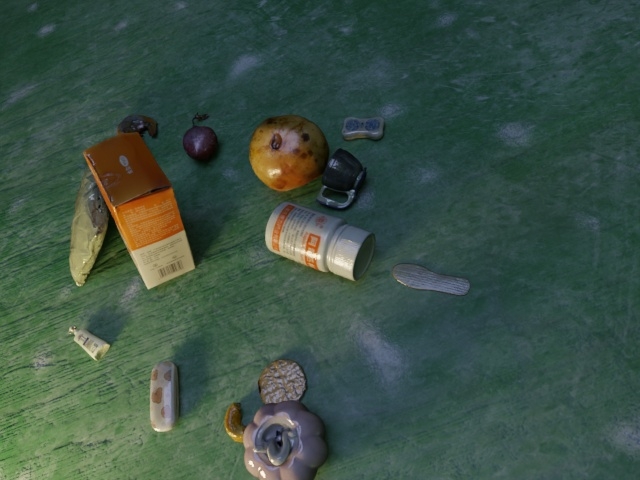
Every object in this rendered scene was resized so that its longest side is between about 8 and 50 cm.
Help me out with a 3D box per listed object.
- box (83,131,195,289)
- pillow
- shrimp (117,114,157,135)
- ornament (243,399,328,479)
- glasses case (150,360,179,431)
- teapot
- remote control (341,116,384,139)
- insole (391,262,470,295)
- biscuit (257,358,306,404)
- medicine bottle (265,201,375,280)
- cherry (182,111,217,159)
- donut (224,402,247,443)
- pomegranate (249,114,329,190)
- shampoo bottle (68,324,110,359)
[{"bbox_3d":[-0.450,-0.070,1.216,0.143,0.341,0.225,-26,58,-22],"label":"box"},{"bbox_3d":[-0.665,-0.055,1.356,0.274,0.076,0.280,-45,49,41],"label":"pillow"},{"bbox_3d":[-0.609,-0.366,1.589,0.132,0.051,0.187,-34,57,-3],"label":"shrimp"},{"bbox_3d":[-0.074,0.417,0.979,0.178,0.177,0.177,-6,62,12],"label":"ornament"},{"bbox_3d":[-0.376,0.374,1.152,0.063,0.041,0.164,-14,60,8],"label":"glasses case"},{"bbox_3d":[0.061,-0.164,1.275,0.108,0.111,0.149,28,67,10],"label":"teapot"},{"bbox_3d":[0.123,-0.326,1.382,0.122,0.032,0.074,3,65,17],"label":"remote control"},{"bbox_3d":[0.262,0.093,1.145,0.189,0.004,0.064,12,69,21],"label":"insole"},{"bbox_3d":[-0.089,0.334,1.110,0.120,0.015,0.120,-6,62,12],"label":"biscuit"},{"bbox_3d":[0.000,0.000,1.186,0.252,0.144,0.144,18,69,21],"label":"medicine bottle"},{"bbox_3d":[-0.370,-0.336,1.494,0.107,0.090,0.225,-17,51,20],"label":"cherry"},{"bbox_3d":[-0.188,0.412,1.084,0.067,0.038,0.083,3,66,20],"label":"donut"},{"bbox_3d":[-0.083,-0.234,1.302,0.216,0.215,0.215,-6,62,12],"label":"pomegranate"},{"bbox_3d":[-0.626,0.265,1.280,0.141,0.034,0.049,26,80,26],"label":"shampoo bottle"}]
